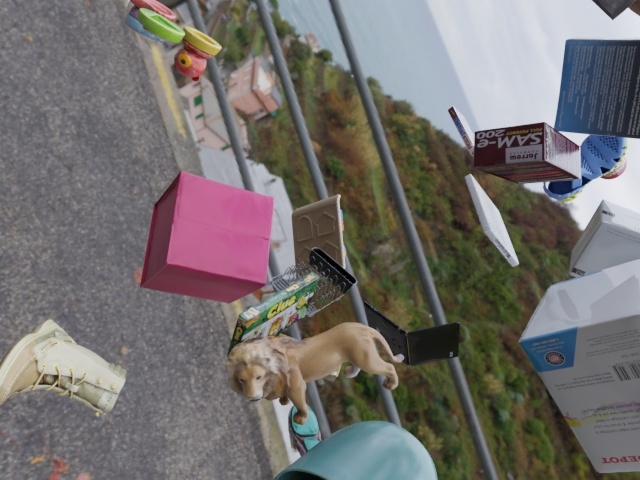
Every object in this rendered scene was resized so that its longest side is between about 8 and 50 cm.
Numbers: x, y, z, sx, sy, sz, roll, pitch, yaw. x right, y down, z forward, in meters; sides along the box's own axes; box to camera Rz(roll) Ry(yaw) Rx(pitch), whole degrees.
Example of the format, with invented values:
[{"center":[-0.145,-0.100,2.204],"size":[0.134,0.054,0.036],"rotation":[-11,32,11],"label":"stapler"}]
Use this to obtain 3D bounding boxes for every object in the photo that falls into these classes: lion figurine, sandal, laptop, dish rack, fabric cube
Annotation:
[{"center":[-0.001,0.256,1.216],"size":[0.142,0.393,0.240],"rotation":[45,-27,53],"label":"lion figurine"},{"center":[0.802,-0.224,1.731],"size":[0.138,0.317,0.126],"rotation":[-15,58,-36],"label":"sandal"},{"center":[0.281,0.277,1.749],"size":[0.264,0.137,0.234],"rotation":[35,-23,32],"label":"laptop"},{"center":[-0.028,0.144,1.927],"size":[0.208,0.074,0.272],"rotation":[39,36,21],"label":"dish rack"},{"center":[-0.301,0.003,1.495],"size":[0.258,0.254,0.258],"rotation":[15,67,-26],"label":"fabric cube"}]

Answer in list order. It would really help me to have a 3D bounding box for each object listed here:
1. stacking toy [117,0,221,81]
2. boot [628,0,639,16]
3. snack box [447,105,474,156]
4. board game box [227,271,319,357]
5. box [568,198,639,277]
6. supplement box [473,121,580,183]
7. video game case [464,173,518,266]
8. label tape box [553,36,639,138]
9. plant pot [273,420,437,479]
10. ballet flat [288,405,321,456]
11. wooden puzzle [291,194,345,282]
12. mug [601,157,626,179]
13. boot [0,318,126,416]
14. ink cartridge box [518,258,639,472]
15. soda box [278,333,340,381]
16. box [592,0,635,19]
[{"center":[-0.480,-0.595,1.633],"size":[0.309,0.130,0.279],"rotation":[37,21,11],"label":"stacking toy"},{"center":[0.930,-0.728,1.547],"size":[0.220,0.284,0.109],"rotation":[57,-5,18],"label":"boot"},{"center":[0.399,-0.291,1.541],"size":[0.064,0.022,0.178],"rotation":[26,38,-41],"label":"snack box"},{"center":[-0.106,0.175,1.320],"size":[0.030,0.136,0.260],"rotation":[33,36,24],"label":"board game box"},{"center":[0.743,0.025,1.397],"size":[0.119,0.181,0.181],"rotation":[-54,162,-49],"label":"box"},{"center":[0.399,-0.160,1.077],"size":[0.240,0.130,0.073],"rotation":[3,86,-53],"label":"supplement box"},{"center":[0.504,-0.060,1.666],"size":[0.206,0.026,0.226],"rotation":[40,32,-38],"label":"video game case"},{"center":[0.794,-0.388,1.437],"size":[0.106,0.334,0.240],"rotation":[-27,124,-48],"label":"label tape box"},{"center":[0.090,0.490,1.085],"size":[0.235,0.293,0.292],"rotation":[-31,99,-45],"label":"plant pot"},{"center":[-0.032,0.470,1.296],"size":[0.077,0.079,0.221],"rotation":[7,20,-23],"label":"ballet flat"},{"center":[0.000,0.000,2.456],"size":[0.081,0.322,0.347],"rotation":[8,75,-39],"label":"wooden puzzle"},{"center":[1.031,-0.318,2.039],"size":[0.169,0.113,0.150],"rotation":[22,75,-50],"label":"mug"},{"center":[-0.469,0.257,1.028],"size":[0.204,0.095,0.262],"rotation":[37,4,-10],"label":"boot"},{"center":[0.503,0.205,0.924],"size":[0.197,0.198,0.270],"rotation":[-38,98,-46],"label":"ink cartridge box"},{"center":[-0.035,0.312,1.499],"size":[0.058,0.182,0.061],"rotation":[109,1,-61],"label":"soda box"},{"center":[0.496,-0.538,1.071],"size":[0.231,0.056,0.183],"rotation":[40,41,-5],"label":"box"}]
